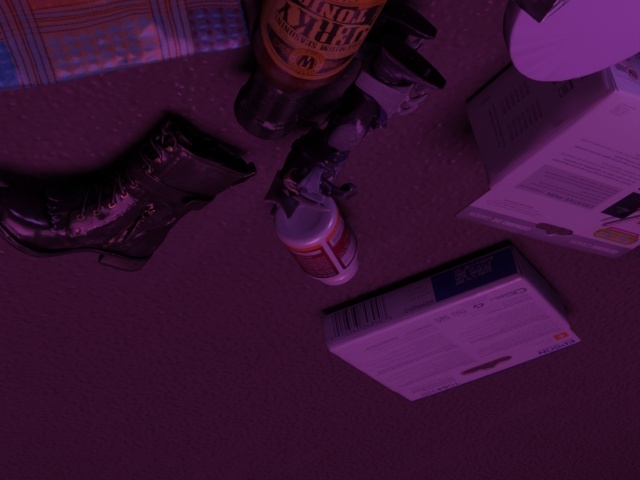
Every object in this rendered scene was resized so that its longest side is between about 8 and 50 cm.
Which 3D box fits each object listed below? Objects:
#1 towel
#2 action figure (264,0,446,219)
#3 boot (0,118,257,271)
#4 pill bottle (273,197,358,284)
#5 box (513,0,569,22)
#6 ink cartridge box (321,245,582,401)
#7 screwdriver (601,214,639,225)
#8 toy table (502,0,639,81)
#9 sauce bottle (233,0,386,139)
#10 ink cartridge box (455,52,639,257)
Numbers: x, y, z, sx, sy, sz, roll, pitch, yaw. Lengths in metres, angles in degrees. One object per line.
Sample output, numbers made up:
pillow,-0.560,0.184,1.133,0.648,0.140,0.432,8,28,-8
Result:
towel,-0.264,-0.236,1.126,0.370,0.040,0.271,-11,151,0
action figure,0.029,-0.120,1.301,0.099,0.185,0.285,26,135,-11
boot,-0.234,-0.068,1.398,0.263,0.091,0.229,14,137,-43
pill bottle,0.000,0.000,1.570,0.086,0.086,0.152,-16,150,10
box,0.163,-0.350,0.875,0.076,0.242,0.307,-39,170,-37
ink cartridge box,0.217,0.141,1.904,0.324,0.071,0.330,-22,151,19
screwdriver,0.426,-0.041,1.449,0.169,0.025,0.024,-9,154,18
toy table,0.259,-0.291,1.077,0.252,0.161,0.274,19,138,-41
sauce bottle,-0.001,-0.223,1.160,0.111,0.111,0.344,2,148,-21
ink cartridge box,0.340,-0.115,1.436,0.309,0.130,0.272,14,142,-35
